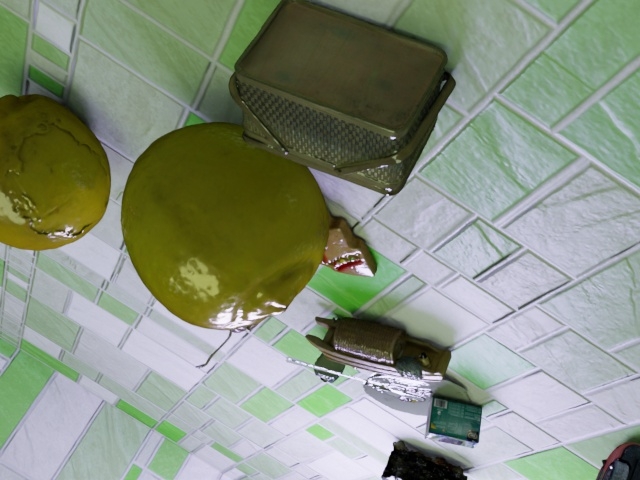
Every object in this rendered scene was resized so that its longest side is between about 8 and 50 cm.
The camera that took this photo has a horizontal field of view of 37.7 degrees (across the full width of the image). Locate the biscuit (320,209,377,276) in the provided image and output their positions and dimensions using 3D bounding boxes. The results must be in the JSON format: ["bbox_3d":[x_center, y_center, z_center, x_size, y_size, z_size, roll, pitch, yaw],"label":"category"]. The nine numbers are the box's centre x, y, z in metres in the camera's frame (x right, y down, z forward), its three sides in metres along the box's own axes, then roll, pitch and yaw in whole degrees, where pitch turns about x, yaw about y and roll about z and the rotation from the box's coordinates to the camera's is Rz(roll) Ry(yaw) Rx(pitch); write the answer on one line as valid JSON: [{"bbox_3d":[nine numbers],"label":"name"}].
[{"bbox_3d":[0.000,0.000,1.710,0.239,0.041,0.212,34,150,-6],"label":"biscuit"}]

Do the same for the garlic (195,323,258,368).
[{"bbox_3d":[-0.166,0.139,1.911,0.207,0.256,0.207,10,179,0],"label":"garlic"}]

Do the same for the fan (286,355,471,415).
[{"bbox_3d":[0.123,0.316,2.037,0.415,0.012,0.233,14,147,0],"label":"fan"}]

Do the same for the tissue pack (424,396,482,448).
[{"bbox_3d":[0.282,0.395,2.016,0.111,0.085,0.079,11,152,1],"label":"tissue pack"}]

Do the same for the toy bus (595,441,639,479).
[{"bbox_3d":[0.572,0.615,1.783,0.203,0.426,0.233,25,163,10],"label":"toy bus"}]

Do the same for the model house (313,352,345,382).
[{"bbox_3d":[0.019,0.286,2.118,0.066,0.078,0.083,30,154,4],"label":"model house"}]

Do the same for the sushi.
[{"bbox_3d":[0.267,0.604,2.371,0.213,0.115,0.147,12,144,33],"label":"sushi"}]

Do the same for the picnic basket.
[{"bbox_3d":[0.029,-0.190,1.235,0.267,0.165,0.139,22,150,14],"label":"picnic basket"}]

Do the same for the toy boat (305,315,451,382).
[{"bbox_3d":[0.113,0.215,1.902,0.310,0.089,0.115,12,144,32],"label":"toy boat"}]

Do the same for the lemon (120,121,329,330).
[{"bbox_3d":[-0.156,-0.026,1.515,0.348,0.348,0.348,23,151,13],"label":"lemon"}]

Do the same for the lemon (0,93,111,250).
[{"bbox_3d":[-0.542,-0.125,1.766,0.297,0.297,0.297,23,151,13],"label":"lemon"}]
